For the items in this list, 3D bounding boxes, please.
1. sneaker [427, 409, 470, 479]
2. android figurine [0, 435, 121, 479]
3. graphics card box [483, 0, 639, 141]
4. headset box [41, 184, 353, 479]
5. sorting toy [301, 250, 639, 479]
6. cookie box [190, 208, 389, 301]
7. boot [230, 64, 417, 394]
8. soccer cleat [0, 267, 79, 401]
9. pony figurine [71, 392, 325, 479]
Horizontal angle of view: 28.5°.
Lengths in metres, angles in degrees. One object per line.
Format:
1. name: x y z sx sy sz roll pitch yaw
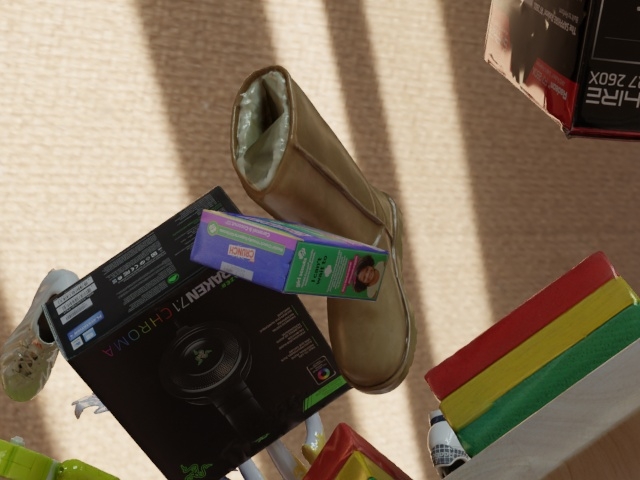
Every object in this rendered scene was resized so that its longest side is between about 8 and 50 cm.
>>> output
1. sneaker: 0.215 0.337 1.808 0.235 0.090 0.095 50 33 -38
2. android figurine: -0.378 0.298 1.640 0.273 0.248 0.056 39 64 -44
3. graphics card box: 0.190 -0.265 0.765 0.094 0.233 0.371 3 109 -6
4. headset box: -0.132 0.128 1.449 0.246 0.131 0.283 -34 126 -5
5. sorting toy: 0.086 0.144 0.562 0.255 0.089 0.257 -37 137 6
6. cookie box: -0.021 0.011 0.885 0.107 0.091 0.040 7 98 -52
7. boot: 0.000 0.000 1.200 0.269 0.089 0.236 44 36 -56
8. soccer cleat: -0.346 0.124 1.550 0.068 0.076 0.196 18 112 -22
9. pony figurine: -0.160 0.259 1.946 0.351 0.302 0.364 -19 90 -38
